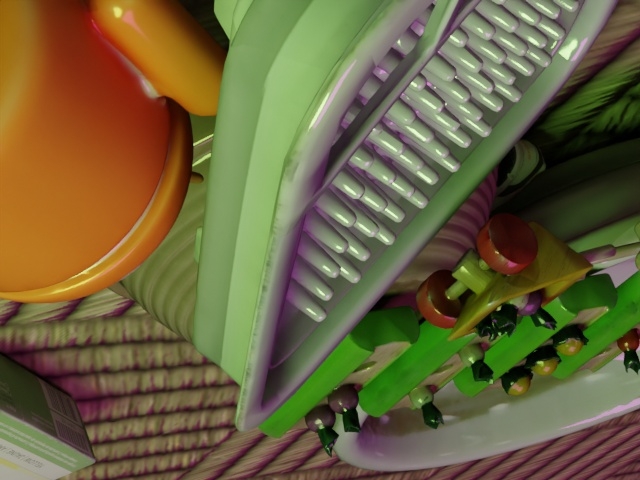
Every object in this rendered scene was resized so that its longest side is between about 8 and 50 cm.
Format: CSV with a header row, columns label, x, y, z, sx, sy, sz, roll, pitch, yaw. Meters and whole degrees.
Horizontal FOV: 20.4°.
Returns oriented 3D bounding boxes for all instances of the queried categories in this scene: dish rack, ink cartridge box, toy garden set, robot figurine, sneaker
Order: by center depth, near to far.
label,x,y,z,sx,sy,sz,roll,pitch,yaw
robot figurine,-0.126,-0.048,0.679,0.158,0.128,0.219,-52,155,0
dish rack,0.043,-0.085,0.690,0.285,0.072,0.333,-48,168,-23
toy garden set,0.115,0.047,0.915,0.244,0.049,0.204,-8,156,-34
sneaker,0.088,-0.023,1.039,0.043,0.040,0.109,0,152,-47
ink cartridge box,-0.279,0.144,1.099,0.235,0.056,0.171,-25,158,6

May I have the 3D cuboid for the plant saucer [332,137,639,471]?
label,x,y,z,sx,sy,sz,roll,pitch,yaw
plant saucer,0.180,0.026,1.145,0.400,0.101,0.400,-18,159,-7

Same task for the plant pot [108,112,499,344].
label,x,y,z,sx,sy,sz,roll,pitch,yaw
plant pot,0.000,0.000,0.927,0.237,0.110,0.237,-17,157,-8
